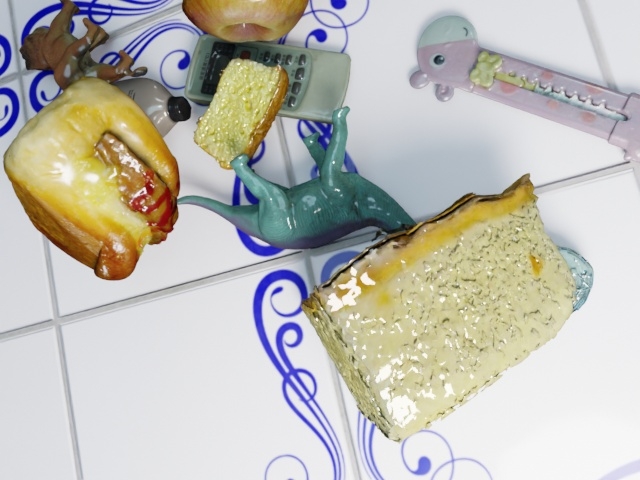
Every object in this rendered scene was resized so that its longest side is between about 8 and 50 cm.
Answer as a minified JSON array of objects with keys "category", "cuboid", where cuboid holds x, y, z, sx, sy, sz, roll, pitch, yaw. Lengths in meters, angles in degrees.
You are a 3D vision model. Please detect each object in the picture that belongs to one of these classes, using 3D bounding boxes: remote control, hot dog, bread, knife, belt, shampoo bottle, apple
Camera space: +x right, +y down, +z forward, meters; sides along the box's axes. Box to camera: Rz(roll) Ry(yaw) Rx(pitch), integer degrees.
[{"category":"remote control","cuboid":[-0.089,-0.272,0.998,0.285,0.038,0.123,14,88,18]},{"category":"hot dog","cuboid":[-0.327,-0.067,0.905,0.223,0.405,0.185,44,69,-10]},{"category":"bread","cuboid":[-0.126,-0.208,0.958,0.103,0.065,0.187,31,107,13]},{"category":"knife","cuboid":[0.319,-0.221,0.866,0.398,0.038,0.132,26,95,17]},{"category":"bread","cuboid":[0.143,0.091,0.829,0.315,0.279,0.248,-27,86,-19]},{"category":"belt","cuboid":[0.308,0.065,0.828,0.140,0.058,0.105,-31,80,11]},{"category":"shampoo bottle","cuboid":[-0.348,-0.223,1.051,0.256,0.078,0.127,0,80,20]},{"category":"apple","cuboid":[-0.114,-0.415,0.935,0.211,0.211,0.188,4,93,18]}]

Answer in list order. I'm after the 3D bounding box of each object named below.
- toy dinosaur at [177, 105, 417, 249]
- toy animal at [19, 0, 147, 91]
[{"category":"toy dinosaur","cuboid":[0.000,0.000,0.921,0.383,0.129,0.331,-26,86,14]},{"category":"toy animal","cuboid":[-0.446,-0.328,1.065,0.157,0.097,0.312,-48,52,3]}]
